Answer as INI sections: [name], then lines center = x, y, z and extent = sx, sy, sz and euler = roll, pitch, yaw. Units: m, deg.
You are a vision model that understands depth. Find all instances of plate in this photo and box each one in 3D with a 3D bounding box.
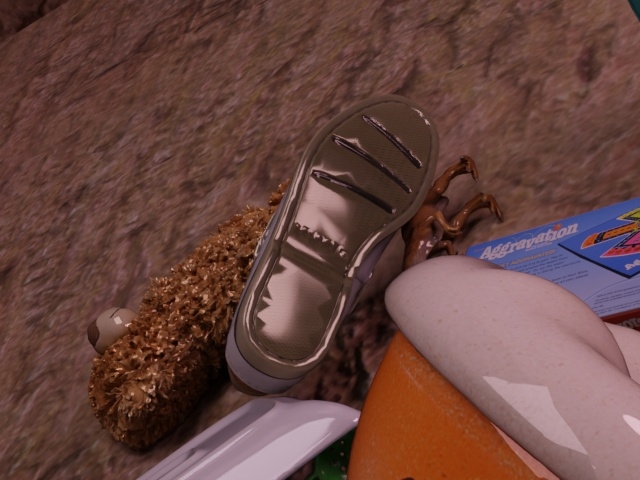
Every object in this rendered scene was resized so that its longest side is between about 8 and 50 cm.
[plate]
center = -0.109, 0.193, 1.277
extent = 0.277, 0.045, 0.278
euler = -36, 1, -9

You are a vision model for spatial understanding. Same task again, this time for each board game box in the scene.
[board game box]
center = 0.206, 0.026, 1.294
extent = 0.281, 0.027, 0.145
euler = -18, 31, 40

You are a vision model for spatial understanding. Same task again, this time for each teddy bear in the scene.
[teddy bear]
center = -0.095, 0.041, 1.605
extent = 0.338, 0.113, 0.245
euler = -39, 20, -2

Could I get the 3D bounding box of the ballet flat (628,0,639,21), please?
[ballet flat]
center = 0.383, -0.143, 1.234
extent = 0.182, 0.164, 0.483
euler = -17, 28, -6

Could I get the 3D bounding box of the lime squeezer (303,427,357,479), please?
[lime squeezer]
center = 0.046, 0.150, 1.228
extent = 0.310, 0.058, 0.110
euler = -28, -3, 19

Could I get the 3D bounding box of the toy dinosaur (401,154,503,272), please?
[toy dinosaur]
center = 0.096, -0.028, 1.514
extent = 0.112, 0.064, 0.211
euler = -31, 23, 20

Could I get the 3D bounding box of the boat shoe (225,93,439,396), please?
[boat shoe]
center = 0.000, 0.000, 1.463
extent = 0.302, 0.113, 0.103
euler = -57, 5, -32

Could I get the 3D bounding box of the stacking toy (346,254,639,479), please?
[stacking toy]
center = 0.065, 0.279, 0.778
extent = 0.480, 0.351, 0.350
euler = -56, 22, 5
